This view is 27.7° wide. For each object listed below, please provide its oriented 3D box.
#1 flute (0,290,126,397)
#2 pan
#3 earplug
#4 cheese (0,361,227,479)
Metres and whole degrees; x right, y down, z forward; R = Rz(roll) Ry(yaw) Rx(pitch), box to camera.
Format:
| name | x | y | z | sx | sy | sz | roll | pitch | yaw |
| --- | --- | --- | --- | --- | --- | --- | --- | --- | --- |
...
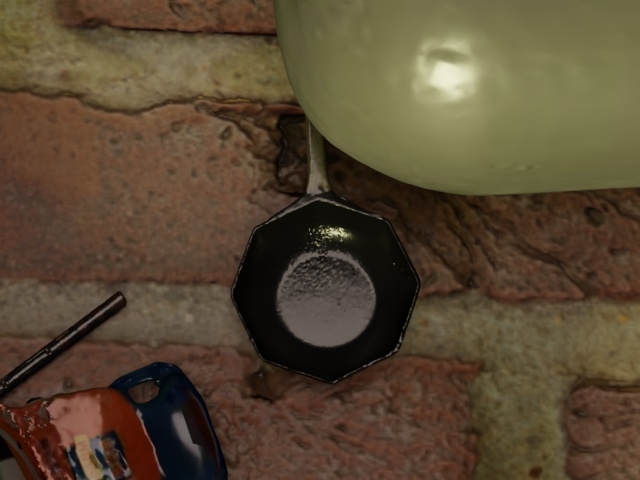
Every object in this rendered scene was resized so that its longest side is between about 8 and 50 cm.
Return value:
| name | x | y | z | sx | sy | sz | roll | pitch | yaw |
| --- | --- | --- | --- | --- | --- | --- | --- | --- | --- |
| flute | -0.250 | 0.122 | 0.933 | 0.269 | 0.014 | 0.014 | -37 | 78 | -9 |
| pan | 0.016 | 0.005 | 0.946 | 0.128 | 0.048 | 0.202 | 19 | 77 | 4 |
| earplug | 0.164 | -0.184 | 0.862 | 0.394 | 0.312 | 0.312 | -5 | 75 | 0 |
| cheese | -0.225 | 0.178 | 0.862 | 0.329 | 0.129 | 0.217 | -18 | 80 | -23 |
